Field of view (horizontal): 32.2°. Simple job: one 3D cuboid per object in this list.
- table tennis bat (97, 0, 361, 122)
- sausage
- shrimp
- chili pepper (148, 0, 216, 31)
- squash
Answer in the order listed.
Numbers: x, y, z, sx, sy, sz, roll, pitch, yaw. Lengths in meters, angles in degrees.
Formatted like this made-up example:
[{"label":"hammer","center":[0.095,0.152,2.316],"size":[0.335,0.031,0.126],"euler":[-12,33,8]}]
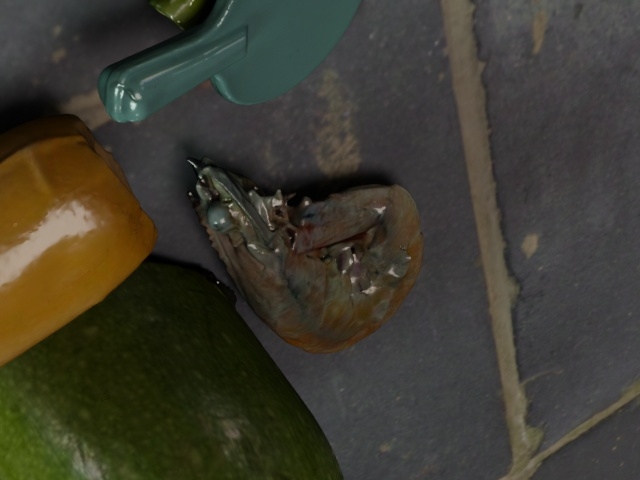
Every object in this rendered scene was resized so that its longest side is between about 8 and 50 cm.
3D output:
[{"label":"table tennis bat","center":[-0.046,-0.137,0.714],"size":[0.237,0.038,0.149],"euler":[-37,155,-36]},{"label":"sausage","center":[-0.272,0.056,0.697],"size":[0.354,0.116,0.134],"euler":[-35,154,-3]},{"label":"shrimp","center":[0.000,0.000,0.902],"size":[0.164,0.062,0.317],"euler":[-45,144,-2]},{"label":"chili pepper","center":[-0.047,-0.218,0.684],"size":[0.202,0.050,0.052],"euler":[-63,170,21]},{"label":"squash","center":[-0.123,0.214,0.802],"size":[0.310,0.309,0.310],"euler":[-21,137,-22]}]
